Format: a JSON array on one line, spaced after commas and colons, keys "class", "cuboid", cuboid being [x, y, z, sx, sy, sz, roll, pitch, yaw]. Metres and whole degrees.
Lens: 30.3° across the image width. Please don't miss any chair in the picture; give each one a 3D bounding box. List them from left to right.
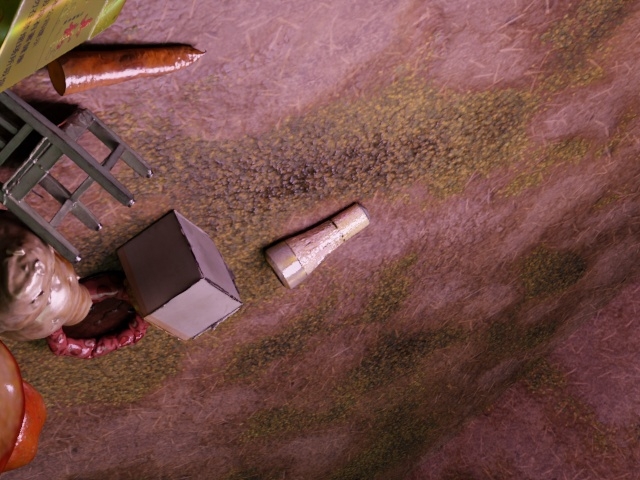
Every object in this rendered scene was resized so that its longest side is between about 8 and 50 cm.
[{"class": "chair", "cuboid": [-0.376, -0.118, 1.587, 0.270, 0.147, 0.136, 41, 110, -12]}]

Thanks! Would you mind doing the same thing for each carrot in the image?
[{"class": "carrot", "cuboid": [-0.253, -0.235, 1.581, 0.224, 0.057, 0.057, -14, 147, -35]}]

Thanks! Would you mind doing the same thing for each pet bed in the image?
[{"class": "pet bed", "cuboid": [-0.378, 0.130, 2.003, 0.201, 0.053, 0.201, -18, 143, -14]}]

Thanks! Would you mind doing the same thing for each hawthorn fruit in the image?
[{"class": "hawthorn fruit", "cuboid": [-0.559, 0.303, 1.994, 0.189, 0.189, 0.189, -21, 149, -14]}]

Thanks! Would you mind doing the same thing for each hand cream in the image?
[{"class": "hand cream", "cuboid": [0.000, 0.000, 2.116, 0.203, 0.084, 0.084, -35, 150, -5]}]

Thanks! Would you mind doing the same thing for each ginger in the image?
[{"class": "ginger", "cuboid": [-0.454, 0.050, 1.675, 0.256, 0.176, 0.375, 8, 169, 18]}]

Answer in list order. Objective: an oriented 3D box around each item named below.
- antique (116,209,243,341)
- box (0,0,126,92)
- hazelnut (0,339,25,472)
[{"class": "antique", "cuboid": [-0.234, 0.066, 1.933, 0.148, 0.152, 0.146, -32, 149, 8]}, {"class": "box", "cuboid": [-0.282, -0.275, 1.321, 0.173, 0.043, 0.311, -54, 179, 33]}, {"class": "hazelnut", "cuboid": [-0.603, 0.275, 1.716, 0.365, 0.366, 0.366, -21, 149, -14]}]
